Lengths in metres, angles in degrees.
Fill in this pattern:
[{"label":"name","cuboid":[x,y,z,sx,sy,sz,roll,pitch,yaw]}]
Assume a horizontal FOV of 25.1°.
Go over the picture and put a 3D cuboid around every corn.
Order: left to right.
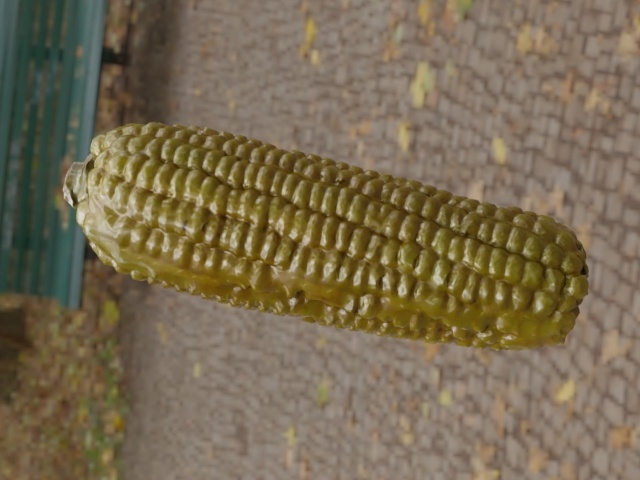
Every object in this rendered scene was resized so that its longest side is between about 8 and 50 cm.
[{"label":"corn","cuboid":[0.000,0.000,0.972,0.120,0.363,0.120,13,-90,-80]}]
